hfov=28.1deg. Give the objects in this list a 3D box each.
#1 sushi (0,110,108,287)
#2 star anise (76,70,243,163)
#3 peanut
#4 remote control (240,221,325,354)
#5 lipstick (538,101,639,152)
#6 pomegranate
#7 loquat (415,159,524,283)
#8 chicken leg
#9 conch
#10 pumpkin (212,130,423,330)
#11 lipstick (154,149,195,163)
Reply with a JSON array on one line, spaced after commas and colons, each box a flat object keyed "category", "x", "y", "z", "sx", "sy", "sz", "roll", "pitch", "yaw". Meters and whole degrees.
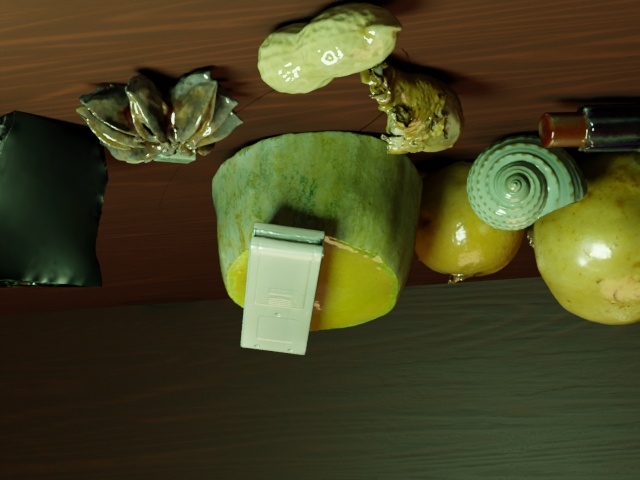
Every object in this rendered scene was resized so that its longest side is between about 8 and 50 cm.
[{"category": "sushi", "x": -0.444, "y": -0.045, "z": 1.774, "sx": 0.212, "sy": 0.227, "sz": 0.215, "roll": -9, "pitch": 168, "yaw": 36}, {"category": "star anise", "x": -0.195, "y": -0.154, "z": 1.616, "sx": 0.229, "sy": 0.093, "sz": 0.236, "roll": -13, "pitch": 171, "yaw": 28}, {"category": "peanut", "x": 0.009, "y": -0.205, "z": 1.358, "sx": 0.082, "sy": 0.082, "sz": 0.187, "roll": 5, "pitch": 167, "yaw": -40}, {"category": "remote control", "x": -0.058, "y": 0.074, "z": 1.877, "sx": 0.103, "sy": 0.055, "sz": 0.277, "roll": 8, "pitch": 145, "yaw": -1}, {"category": "lipstick", "x": 0.446, "y": -0.155, "z": 1.752, "sx": 0.300, "sy": 0.081, "sz": 0.081, "roll": -2, "pitch": 171, "yaw": -11}, {"category": "pomegranate", "x": 0.482, "y": -0.013, "z": 2.051, "sx": 0.307, "sy": 0.307, "sz": 0.307, "roll": -2, "pitch": 171, "yaw": 0}, {"category": "loquat", "x": 0.242, "y": -0.030, "z": 2.123, "sx": 0.208, "sy": 0.208, "sz": 0.208, "roll": -2, "pitch": 171, "yaw": 0}, {"category": "chicken leg", "x": 0.102, "y": -0.170, "z": 1.586, "sx": 0.101, "sy": 0.085, "sz": 0.207, "roll": -22, "pitch": 154, "yaw": 27}, {"category": "conch", "x": 0.304, "y": -0.099, "z": 1.944, "sx": 0.172, "sy": 0.131, "sz": 0.200, "roll": -25, "pitch": -164, "yaw": 9}, {"category": "pumpkin", "x": 0.000, "y": 0.000, "z": 1.956, "sx": 0.332, "sy": 0.199, "sz": 0.332, "roll": -3, "pitch": 145, "yaw": -2}, {"category": "lipstick", "x": -0.248, "y": -0.135, "z": 1.878, "sx": 0.129, "sy": 0.030, "sz": 0.030, "roll": 4, "pitch": 169, "yaw": -33}]
